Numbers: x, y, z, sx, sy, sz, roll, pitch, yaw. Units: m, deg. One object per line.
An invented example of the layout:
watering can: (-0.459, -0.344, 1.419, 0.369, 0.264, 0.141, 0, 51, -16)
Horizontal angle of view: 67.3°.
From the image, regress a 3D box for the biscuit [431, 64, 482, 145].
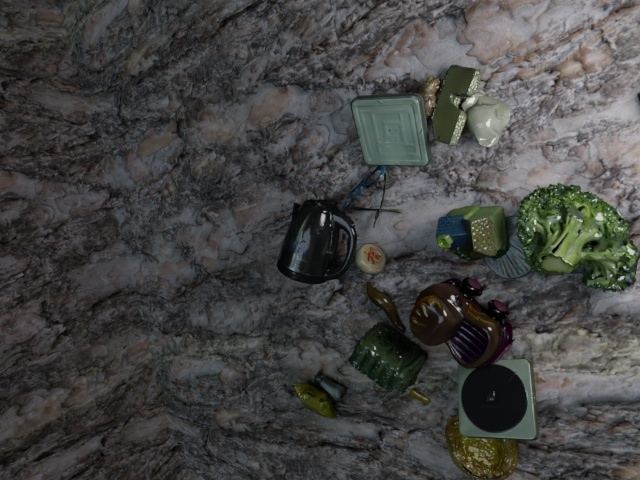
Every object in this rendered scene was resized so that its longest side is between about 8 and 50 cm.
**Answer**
biscuit: (0.434, -0.441, 1.567, 0.147, 0.046, 0.250, 42, 118, 60)

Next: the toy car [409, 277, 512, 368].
toy car: (0.471, 0.296, 1.662, 0.340, 0.240, 0.272, 42, 124, 26)

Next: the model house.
model house: (0.487, -0.008, 1.598, 0.213, 0.189, 0.195, 0, 101, 36)

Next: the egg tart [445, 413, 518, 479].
egg tart: (0.592, 0.744, 1.779, 0.290, 0.107, 0.291, 6, 102, 31)

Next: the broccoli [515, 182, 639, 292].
broccoli: (0.721, 0.020, 1.407, 0.375, 0.302, 0.249, 45, 162, 13)

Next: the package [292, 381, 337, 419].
package: (-0.024, 0.732, 2.202, 0.226, 0.090, 0.168, 20, 146, 36)

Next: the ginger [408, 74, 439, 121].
ginger: (0.338, -0.467, 1.673, 0.213, 0.074, 0.138, -25, 102, 33)

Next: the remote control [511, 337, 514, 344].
remote control: (0.635, 0.335, 1.698, 0.096, 0.014, 0.039, 31, 117, 25)

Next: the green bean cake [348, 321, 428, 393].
green bean cake: (0.267, 0.449, 1.848, 0.255, 0.241, 0.132, 33, 115, 25)

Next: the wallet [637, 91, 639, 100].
wallet: (1.031, -0.341, 1.212, 0.341, 0.075, 0.238, -20, 93, 37)

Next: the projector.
projector: (0.613, 0.552, 1.672, 0.258, 0.079, 0.258, -14, 59, 37)

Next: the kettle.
kettle: (0.000, 0.000, 1.942, 0.320, 0.228, 0.325, 25, 111, 26)

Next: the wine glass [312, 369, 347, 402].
wine glass: (0.040, 0.655, 2.171, 0.155, 0.072, 0.072, 31, 118, 25)

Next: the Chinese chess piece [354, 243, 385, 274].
Chinese chess piece: (0.196, 0.073, 1.877, 0.122, 0.122, 0.051, 54, 141, 12)

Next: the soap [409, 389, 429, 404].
soap: (0.399, 0.632, 1.942, 0.089, 0.012, 0.034, 24, 114, 29)

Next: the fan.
fan: (0.613, 0.017, 1.637, 0.294, 0.012, 0.224, 14, 112, 33)

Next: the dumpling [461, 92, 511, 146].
dumpling: (0.540, -0.390, 1.541, 0.133, 0.100, 0.170, -20, 53, 10)

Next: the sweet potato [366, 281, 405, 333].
sweet potato: (0.263, 0.265, 1.922, 0.250, 0.059, 0.069, 49, 144, 11)

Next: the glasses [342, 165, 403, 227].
glasses: (0.202, -0.152, 1.828, 0.239, 0.102, 0.207, -45, 75, 34)

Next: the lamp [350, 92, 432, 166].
lamp: (0.251, -0.387, 1.705, 0.266, 0.047, 0.269, 6, 132, 33)
